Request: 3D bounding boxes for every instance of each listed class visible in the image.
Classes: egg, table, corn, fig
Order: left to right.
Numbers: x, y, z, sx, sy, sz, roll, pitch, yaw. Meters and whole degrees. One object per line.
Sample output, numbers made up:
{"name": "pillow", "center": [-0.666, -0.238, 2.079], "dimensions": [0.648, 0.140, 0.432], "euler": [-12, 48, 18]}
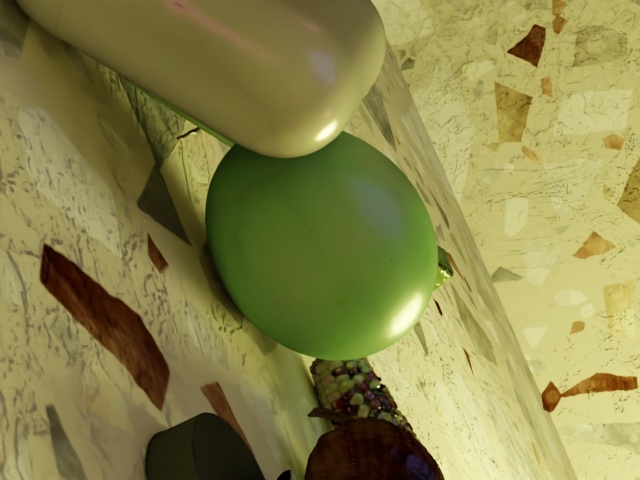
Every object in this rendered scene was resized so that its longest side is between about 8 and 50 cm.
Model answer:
{"name": "table", "center": [-0.081, 0.200, 0.928], "dimensions": [0.133, 0.043, 0.133], "euler": [58, 13, -23]}
{"name": "egg", "center": [0.000, 0.000, 1.245], "dimensions": [0.270, 0.220, 0.220], "euler": [47, 18, -20]}
{"name": "fig", "center": [0.050, 0.227, 1.227], "dimensions": [0.201, 0.134, 0.146], "euler": [-106, 175, -71]}
{"name": "corn", "center": [0.068, 0.239, 1.360], "dimensions": [0.280, 0.092, 0.092], "euler": [60, 12, 5]}

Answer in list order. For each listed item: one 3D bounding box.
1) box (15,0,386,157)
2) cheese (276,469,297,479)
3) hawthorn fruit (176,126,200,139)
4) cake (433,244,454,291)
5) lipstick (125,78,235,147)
{"name": "box", "center": [-0.108, -0.225, 1.147], "dimensions": [0.349, 0.141, 0.289], "euler": [31, 30, -1]}
{"name": "cheese", "center": [-0.027, 0.238, 1.037], "dimensions": [0.036, 0.086, 0.162], "euler": [21, 8, -10]}
{"name": "hawthorn fruit", "center": [-0.106, -0.189, 1.402], "dimensions": [0.162, 0.162, 0.203], "euler": [43, 44, -57]}
{"name": "cake", "center": [0.137, -0.005, 2.068], "dimensions": [0.235, 0.099, 0.100], "euler": [54, 14, -33]}
{"name": "lipstick", "center": [-0.076, -0.130, 1.318], "dimensions": [0.304, 0.076, 0.076], "euler": [31, 28, -28]}
